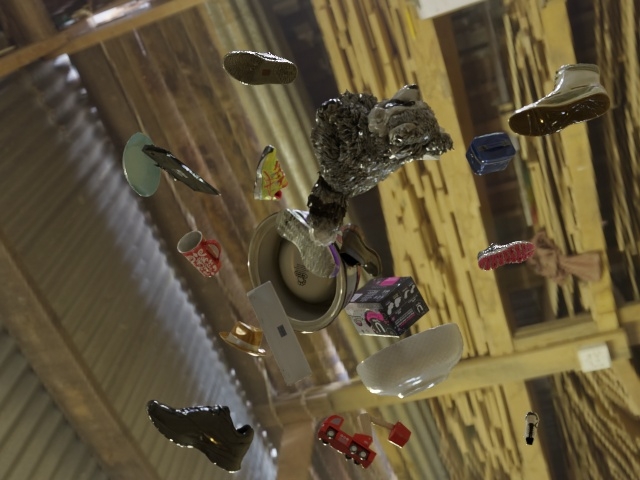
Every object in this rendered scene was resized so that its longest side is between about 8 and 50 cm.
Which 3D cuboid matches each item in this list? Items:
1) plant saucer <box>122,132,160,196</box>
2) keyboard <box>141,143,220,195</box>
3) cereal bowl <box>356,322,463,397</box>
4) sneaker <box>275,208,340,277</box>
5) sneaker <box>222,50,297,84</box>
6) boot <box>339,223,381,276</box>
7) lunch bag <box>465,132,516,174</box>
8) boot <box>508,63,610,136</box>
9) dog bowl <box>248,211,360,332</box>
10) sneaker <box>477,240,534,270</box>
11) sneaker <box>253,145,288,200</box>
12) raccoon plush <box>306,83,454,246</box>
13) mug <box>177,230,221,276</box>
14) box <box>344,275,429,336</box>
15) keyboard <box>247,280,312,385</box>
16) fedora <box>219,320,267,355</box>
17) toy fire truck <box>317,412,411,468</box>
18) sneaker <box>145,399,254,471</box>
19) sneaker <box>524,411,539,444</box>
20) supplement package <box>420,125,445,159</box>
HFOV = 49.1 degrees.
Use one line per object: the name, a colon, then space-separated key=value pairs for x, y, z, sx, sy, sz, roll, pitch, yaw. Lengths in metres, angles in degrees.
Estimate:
plant saucer: x=-0.555 y=-0.229 z=2.140 sx=0.195 sy=0.037 sz=0.195 roll=-3 pitch=-90 yaw=-70
keyboard: x=-0.275 y=-0.148 z=1.378 sx=0.192 sy=0.100 sz=0.038 roll=44 pitch=-117 yaw=-57
cereal bowl: x=0.287 y=0.382 z=2.124 sx=0.141 sy=0.339 sz=0.339 roll=66 pitch=-168 yaw=19
sneaker: x=0.000 y=-0.001 z=2.013 sx=0.146 sy=0.102 sz=0.293 roll=3 pitch=-147 yaw=-38
sneaker: x=-0.184 y=-0.472 z=1.898 sx=0.222 sy=0.118 sz=0.083 roll=1 pitch=-65 yaw=-37
boot: x=0.116 y=0.061 z=2.147 sx=0.219 sy=0.082 sz=0.106 roll=55 pitch=-138 yaw=-33
lunch bag: x=0.359 y=-0.188 z=1.491 sx=0.065 sy=0.098 sz=0.067 roll=106 pitch=146 yaw=-59
boot: x=0.528 y=-0.319 z=1.575 sx=0.077 sy=0.213 sz=0.165 roll=59 pitch=-152 yaw=-34
dog bowl: x=-0.043 y=0.089 z=2.324 sx=0.150 sy=0.408 sz=0.408 roll=-20 pitch=-85 yaw=-51
sneaker: x=0.527 y=0.033 z=2.017 sx=0.075 sy=0.170 sz=0.063 roll=-105 pitch=-4 yaw=-67
sneaker: x=-0.137 y=-0.192 z=2.034 sx=0.208 sy=0.094 sz=0.081 roll=103 pitch=-176 yaw=-53
raccoon plush: x=0.140 y=-0.148 z=1.629 sx=0.299 sy=0.216 sz=0.446 roll=37 pitch=132 yaw=46
mug: x=-0.458 y=0.061 z=2.752 sx=0.113 sy=0.150 sz=0.169 roll=-55 pitch=-45 yaw=-24
box: x=0.216 y=0.226 z=2.368 sx=0.163 sy=0.247 sz=0.142 roll=-37 pitch=-78 yaw=-27
keyboard: x=-0.103 y=0.229 z=1.735 sx=0.256 sy=0.072 sz=0.014 roll=64 pitch=-173 yaw=13
fedora: x=-0.256 y=0.330 z=2.417 sx=0.079 sy=0.194 sz=0.194 roll=-66 pitch=-19 yaw=0
toy fire truck: x=0.102 y=0.453 z=1.639 sx=0.135 sy=0.192 sz=0.047 roll=-53 pitch=-9 yaw=-41
sneaker: x=-0.286 y=0.440 z=1.683 sx=0.286 sy=0.130 sz=0.109 roll=35 pitch=172 yaw=-24
sneaker: x=0.619 y=0.552 z=2.055 sx=0.044 sy=0.040 sz=0.109 roll=-56 pitch=-36 yaw=-63
supplement package: x=0.283 y=-0.318 z=2.147 sx=0.179 sy=0.105 sz=0.105 roll=13 pitch=-93 yaw=-45
